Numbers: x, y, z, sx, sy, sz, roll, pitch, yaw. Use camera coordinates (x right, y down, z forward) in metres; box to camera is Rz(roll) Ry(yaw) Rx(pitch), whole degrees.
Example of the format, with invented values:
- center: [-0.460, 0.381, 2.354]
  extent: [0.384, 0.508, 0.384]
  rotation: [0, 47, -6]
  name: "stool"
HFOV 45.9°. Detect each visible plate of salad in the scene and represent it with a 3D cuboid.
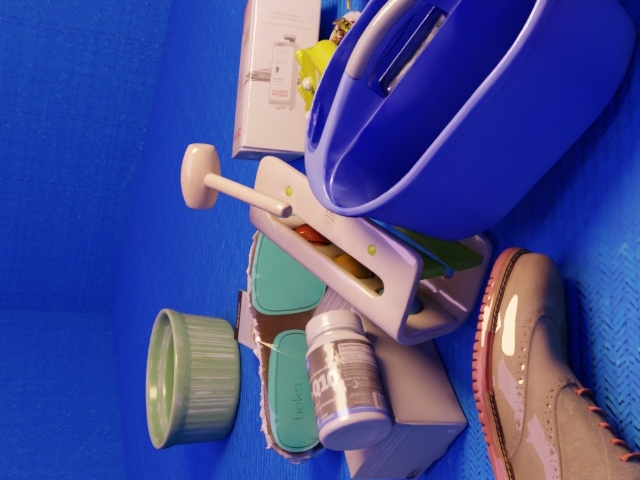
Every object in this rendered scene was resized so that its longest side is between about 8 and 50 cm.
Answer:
- center: [0.027, -0.262, 1.193]
  extent: [0.200, 0.048, 0.199]
  rotation: [-175, 90, -68]
  name: "plate of salad"

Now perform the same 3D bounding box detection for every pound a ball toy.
- center: [0.000, 0.000, 0.867]
  extent: [0.319, 0.208, 0.135]
  rotation: [36, 124, 39]
  name: "pound a ball toy"

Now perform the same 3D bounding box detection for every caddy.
- center: [0.113, -0.162, 0.714]
  extent: [0.341, 0.179, 0.241]
  rotation: [-52, 37, 26]
  name: "caddy"

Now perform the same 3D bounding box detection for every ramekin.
- center: [-0.284, 0.305, 1.674]
  extent: [0.303, 0.148, 0.303]
  rotation: [-175, 90, -67]
  name: "ramekin"

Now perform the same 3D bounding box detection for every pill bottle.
- center: [0.026, 0.149, 0.821]
  extent: [0.078, 0.078, 0.137]
  rotation: [120, 148, -45]
  name: "pill bottle"

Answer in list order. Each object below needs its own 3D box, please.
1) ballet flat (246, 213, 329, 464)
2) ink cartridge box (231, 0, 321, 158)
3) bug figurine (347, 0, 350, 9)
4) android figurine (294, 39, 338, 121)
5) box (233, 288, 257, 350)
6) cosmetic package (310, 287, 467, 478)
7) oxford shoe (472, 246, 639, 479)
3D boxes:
- center: [-0.040, 0.133, 1.176]
  extent: [0.147, 0.147, 0.408]
  rotation: [155, 118, -64]
  name: "ballet flat"
- center: [-0.080, -0.284, 1.321]
  extent: [0.207, 0.117, 0.282]
  rotation: [-171, 86, -79]
  name: "ink cartridge box"
- center: [0.039, -0.496, 1.181]
  extent: [0.279, 0.072, 0.216]
  rotation: [-117, 39, -52]
  name: "bug figurine"
- center: [0.027, -0.164, 1.057]
  extent: [0.248, 0.056, 0.272]
  rotation: [86, 159, -52]
  name: "android figurine"
- center: [-0.090, 0.150, 1.361]
  extent: [0.244, 0.060, 0.100]
  rotation: [-174, 89, -67]
  name: "box"
- center: [0.073, 0.158, 0.924]
  extent: [0.238, 0.107, 0.127]
  rotation: [-106, 34, -46]
  name: "cosmetic package"
- center: [0.210, 0.168, 0.629]
  extent: [0.130, 0.123, 0.348]
  rotation: [-14, 69, 38]
  name: "oxford shoe"
